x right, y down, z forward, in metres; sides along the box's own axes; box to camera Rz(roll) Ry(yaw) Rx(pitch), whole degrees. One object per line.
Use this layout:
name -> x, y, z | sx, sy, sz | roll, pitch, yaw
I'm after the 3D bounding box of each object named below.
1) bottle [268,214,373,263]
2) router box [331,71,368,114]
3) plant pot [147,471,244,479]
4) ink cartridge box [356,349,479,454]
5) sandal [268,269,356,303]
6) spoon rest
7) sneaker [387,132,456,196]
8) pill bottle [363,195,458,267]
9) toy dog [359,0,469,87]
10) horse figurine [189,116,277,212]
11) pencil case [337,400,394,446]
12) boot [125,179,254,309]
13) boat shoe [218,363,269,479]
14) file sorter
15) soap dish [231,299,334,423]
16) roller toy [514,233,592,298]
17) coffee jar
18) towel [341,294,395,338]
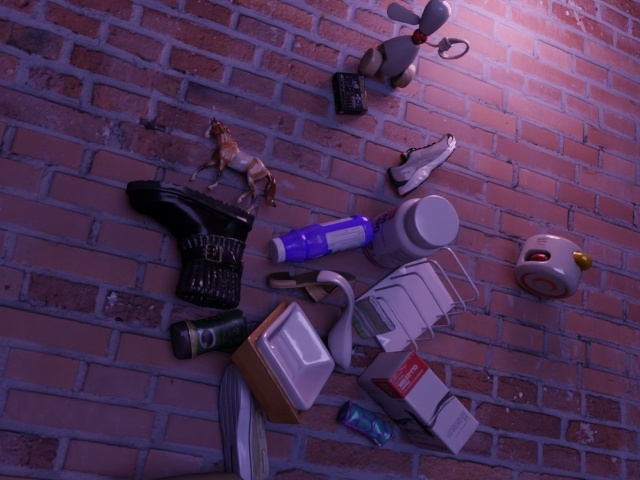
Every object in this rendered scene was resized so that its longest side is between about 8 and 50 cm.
bottle -> 0.000, 0.000, 1.794 | 0.282, 0.118, 0.092 | -13, 84, -26
router box -> 0.088, -0.437, 1.974 | 0.092, 0.038, 0.122 | -2, 80, -23
plant pot -> -0.293, 0.626, 1.478 | 0.274, 0.256, 0.257 | -11, 83, -42
ink cartridge box -> 0.256, 0.430, 1.767 | 0.273, 0.197, 0.114 | 47, 66, -7
sandal -> -0.026, 0.131, 1.792 | 0.240, 0.088, 0.079 | 0, 110, -17
spoon rest -> 0.056, 0.211, 1.738 | 0.084, 0.137, 0.276 | -6, 111, 15
sneaker -> 0.309, -0.249, 1.999 | 0.271, 0.100, 0.108 | -42, 91, -25
pill bottle -> 0.242, -0.023, 1.814 | 0.160, 0.283, 0.160 | 6, 76, -23
toy dog -> 0.261, -0.601, 1.964 | 0.220, 0.333, 0.161 | 32, 47, -41
horse figurine -> -0.219, -0.186, 1.771 | 0.263, 0.066, 0.174 | 30, 74, -12
pencil case -> 0.119, 0.490, 1.767 | 0.151, 0.064, 0.070 | 33, 42, -13
boot -> -0.336, 0.013, 1.637 | 0.348, 0.131, 0.260 | 19, 71, -19
boat shoe -> -0.185, 0.451, 1.635 | 0.094, 0.109, 0.302 | 0, 87, -39
file sorter -> 0.275, 0.168, 1.848 | 0.277, 0.173, 0.193 | -34, 94, -26
soap dish -> -0.088, 0.294, 1.620 | 0.118, 0.291, 0.229 | -31, 94, 19
roller toy -> 0.709, 0.075, 2.044 | 0.191, 0.209, 0.146 | 25, 67, 5
coffee jar -> -0.275, 0.233, 1.642 | 0.184, 0.079, 0.096 | -9, 95, -25
towel -> 0.126, 0.211, 1.784 | 0.023, 0.152, 0.113 | -37, 93, -35
